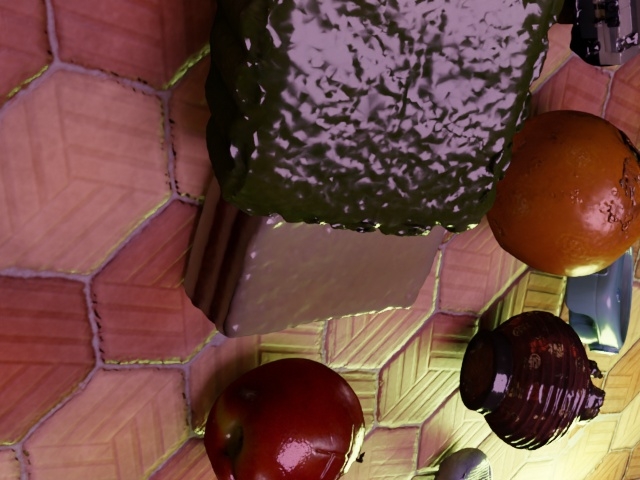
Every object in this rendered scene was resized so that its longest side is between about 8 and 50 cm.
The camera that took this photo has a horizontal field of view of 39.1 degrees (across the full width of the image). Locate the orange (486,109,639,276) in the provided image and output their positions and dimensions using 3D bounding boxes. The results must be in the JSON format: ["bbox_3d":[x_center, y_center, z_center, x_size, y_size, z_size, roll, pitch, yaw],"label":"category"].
[{"bbox_3d":[0.358,-0.068,1.324,0.246,0.246,0.246,-23,131,-29],"label":"orange"}]

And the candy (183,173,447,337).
[{"bbox_3d":[0.000,0.000,1.125,0.321,0.135,0.179,-7,122,-37],"label":"candy"}]

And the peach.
[{"bbox_3d":[-0.041,0.264,1.236,0.226,0.196,0.190,6,149,-47],"label":"peach"}]

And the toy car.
[{"bbox_3d":[0.429,-0.373,1.223,0.301,0.118,0.193,-43,131,-36],"label":"toy car"}]

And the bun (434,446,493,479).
[{"bbox_3d":[0.265,0.458,1.727,0.141,0.083,0.140,-21,122,-38],"label":"bun"}]

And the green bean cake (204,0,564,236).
[{"bbox_3d":[0.053,-0.185,0.936,0.335,0.218,0.319,4,120,-20],"label":"green bean cake"}]

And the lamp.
[{"bbox_3d":[0.368,0.241,1.552,0.247,0.247,0.247,-23,131,-29],"label":"lamp"}]

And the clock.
[{"bbox_3d":[0.500,0.090,1.610,0.274,0.094,0.223,66,37,-47],"label":"clock"}]

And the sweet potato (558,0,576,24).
[{"bbox_3d":[0.252,-0.313,1.180,0.273,0.075,0.075,-14,126,-39],"label":"sweet potato"}]
